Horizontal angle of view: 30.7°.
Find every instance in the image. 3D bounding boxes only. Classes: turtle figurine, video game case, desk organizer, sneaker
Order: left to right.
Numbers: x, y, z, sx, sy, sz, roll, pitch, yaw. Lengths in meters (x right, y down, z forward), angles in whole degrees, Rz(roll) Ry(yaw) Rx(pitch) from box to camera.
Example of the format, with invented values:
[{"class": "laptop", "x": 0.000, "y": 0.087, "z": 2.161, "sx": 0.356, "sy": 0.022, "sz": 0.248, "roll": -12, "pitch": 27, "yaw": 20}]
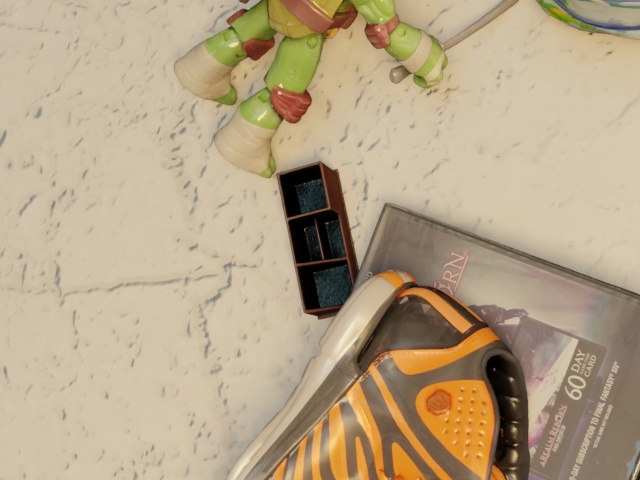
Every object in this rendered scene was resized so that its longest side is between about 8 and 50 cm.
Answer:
[{"class": "desk organizer", "x": 0.000, "y": 0.000, "z": 1.023, "sx": 0.047, "sy": 0.050, "sz": 0.130, "roll": -15, "pitch": 78, "yaw": 14}, {"class": "turtle figurine", "x": 0.018, "y": -0.191, "z": 1.020, "sx": 0.198, "sy": 0.274, "sz": 0.266, "roll": 44, "pitch": 117, "yaw": -5}, {"class": "sneaker", "x": 0.040, "y": 0.195, "z": 0.885, "sx": 0.180, "sy": 0.124, "sz": 0.321, "roll": 33, "pitch": 98, "yaw": 28}, {"class": "video game case", "x": 0.137, "y": 0.103, "z": 0.933, "sx": 0.274, "sy": 0.026, "sz": 0.196, "roll": 22, "pitch": 93, "yaw": 27}]

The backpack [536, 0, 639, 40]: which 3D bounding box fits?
[{"class": "backpack", "x": 0.256, "y": -0.335, "z": 0.910, "sx": 0.290, "sy": 0.273, "sz": 0.355, "roll": 6, "pitch": 94, "yaw": 12}]
